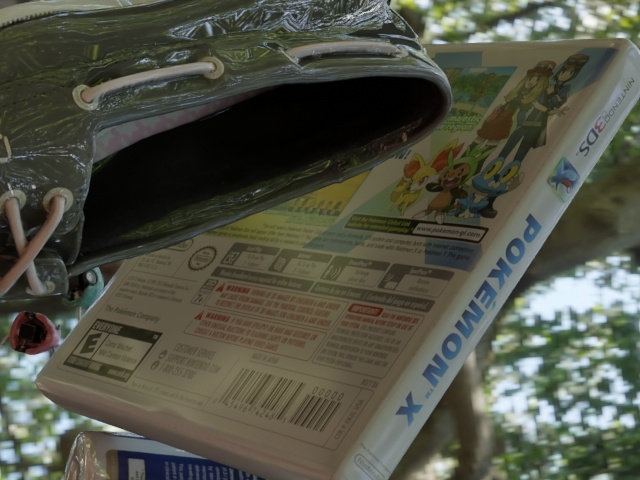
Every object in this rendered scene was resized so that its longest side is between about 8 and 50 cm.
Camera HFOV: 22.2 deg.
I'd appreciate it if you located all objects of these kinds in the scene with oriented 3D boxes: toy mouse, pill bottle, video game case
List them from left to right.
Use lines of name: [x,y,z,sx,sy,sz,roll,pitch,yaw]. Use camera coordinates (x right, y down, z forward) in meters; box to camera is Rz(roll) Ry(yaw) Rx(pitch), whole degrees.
toy mouse: [-0.230,0.054,1.439,0.143,0.031,0.161,38,-77,42]
pill bottle: [-0.073,0.173,1.021,0.094,0.169,0.094,-172,-90,-73]
video game case: [0.000,0.000,0.974,0.329,0.036,0.300,7,-124,54]

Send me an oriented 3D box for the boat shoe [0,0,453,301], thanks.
boat shoe: [-0.074,-0.038,0.665,0.095,0.335,0.112,44,-42,20]
